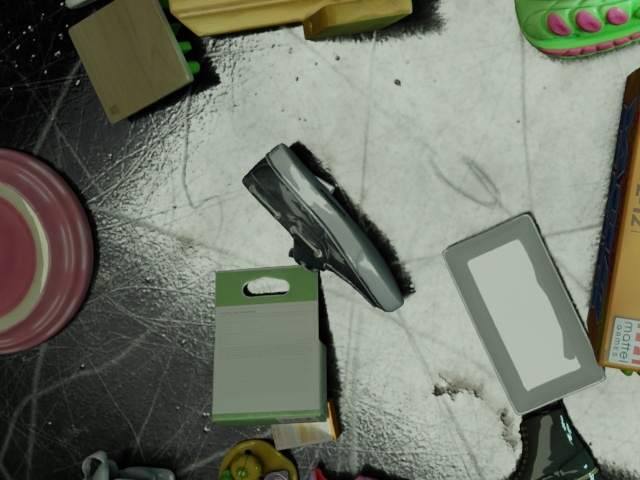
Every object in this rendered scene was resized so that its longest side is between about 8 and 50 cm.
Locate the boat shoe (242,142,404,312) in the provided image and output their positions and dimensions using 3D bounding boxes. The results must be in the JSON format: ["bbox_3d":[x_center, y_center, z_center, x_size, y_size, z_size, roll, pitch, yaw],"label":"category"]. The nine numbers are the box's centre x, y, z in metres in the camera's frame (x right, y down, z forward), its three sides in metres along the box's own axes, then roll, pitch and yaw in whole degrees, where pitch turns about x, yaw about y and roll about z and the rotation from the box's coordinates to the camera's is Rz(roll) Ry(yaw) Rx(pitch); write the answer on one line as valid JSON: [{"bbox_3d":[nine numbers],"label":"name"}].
[{"bbox_3d":[0.000,0.000,1.891,0.102,0.108,0.301,-41,88,11],"label":"boat shoe"}]

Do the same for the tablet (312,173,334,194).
[{"bbox_3d":[-0.020,-0.058,1.945,0.054,0.006,0.083,30,101,7],"label":"tablet"}]

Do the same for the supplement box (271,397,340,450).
[{"bbox_3d":[-0.025,0.281,1.963,0.098,0.036,0.062,-11,93,11],"label":"supplement box"}]

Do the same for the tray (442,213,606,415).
[{"bbox_3d":[0.298,0.108,1.884,0.145,0.030,0.270,-25,90,14],"label":"tray"}]

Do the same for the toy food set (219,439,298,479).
[{"bbox_3d":[-0.100,0.421,1.975,0.128,0.071,0.217,-4,95,12],"label":"toy food set"}]

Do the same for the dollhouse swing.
[{"bbox_3d":[-0.069,-0.456,1.784,0.305,0.315,0.346,-8,95,-8],"label":"dollhouse swing"}]

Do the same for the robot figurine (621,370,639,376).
[{"bbox_3d":[0.458,0.138,1.834,0.101,0.067,0.115,11,96,1],"label":"robot figurine"}]

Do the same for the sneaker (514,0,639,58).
[{"bbox_3d":[0.491,-0.395,1.712,0.483,0.185,0.202,-12,72,0],"label":"sneaker"}]

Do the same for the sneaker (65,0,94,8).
[{"bbox_3d":[-0.337,-0.422,1.946,0.152,0.058,0.084,-32,94,9],"label":"sneaker"}]

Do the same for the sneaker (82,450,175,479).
[{"bbox_3d":[-0.257,0.486,1.978,0.366,0.137,0.210,30,103,11],"label":"sneaker"}]

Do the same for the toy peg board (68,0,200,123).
[{"bbox_3d":[-0.272,-0.285,1.949,0.161,0.079,0.161,-25,90,28],"label":"toy peg board"}]

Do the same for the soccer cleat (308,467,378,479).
[{"bbox_3d":[0.095,0.399,1.931,0.248,0.083,0.095,2,91,14],"label":"soccer cleat"}]

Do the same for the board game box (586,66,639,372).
[{"bbox_3d":[0.541,-0.016,1.593,0.357,0.356,0.356,9,96,9],"label":"board game box"}]

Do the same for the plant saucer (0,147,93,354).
[{"bbox_3d":[-0.526,0.020,2.017,0.332,0.084,0.332,1,97,11],"label":"plant saucer"}]

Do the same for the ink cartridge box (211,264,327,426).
[{"bbox_3d":[-0.077,0.161,1.955,0.171,0.056,0.235,-4,70,12],"label":"ink cartridge box"}]

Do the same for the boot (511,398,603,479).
[{"bbox_3d":[0.297,0.332,1.892,0.198,0.077,0.137,-24,86,0],"label":"boot"}]
